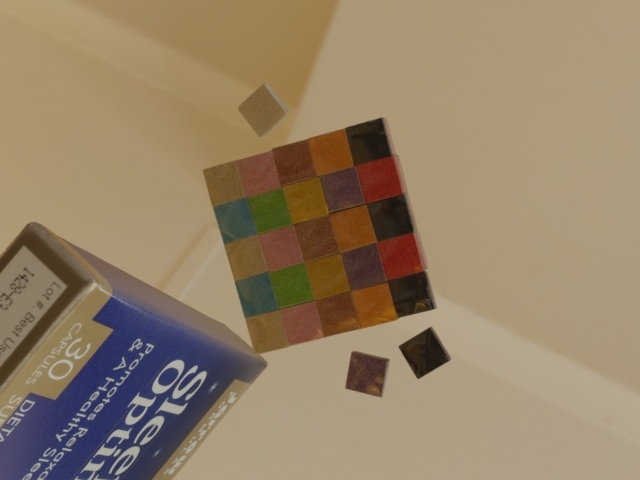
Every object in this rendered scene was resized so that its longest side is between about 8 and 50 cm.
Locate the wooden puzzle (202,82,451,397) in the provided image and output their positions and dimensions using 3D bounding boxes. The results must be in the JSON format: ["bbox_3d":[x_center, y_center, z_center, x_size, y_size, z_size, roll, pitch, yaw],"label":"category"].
[{"bbox_3d":[0.000,0.000,0.325,0.006,0.049,0.083,-16,-89,-73],"label":"wooden puzzle"}]

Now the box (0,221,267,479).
[{"bbox_3d":[-0.092,0.079,0.485,0.036,0.136,0.225,39,179,17],"label":"box"}]
